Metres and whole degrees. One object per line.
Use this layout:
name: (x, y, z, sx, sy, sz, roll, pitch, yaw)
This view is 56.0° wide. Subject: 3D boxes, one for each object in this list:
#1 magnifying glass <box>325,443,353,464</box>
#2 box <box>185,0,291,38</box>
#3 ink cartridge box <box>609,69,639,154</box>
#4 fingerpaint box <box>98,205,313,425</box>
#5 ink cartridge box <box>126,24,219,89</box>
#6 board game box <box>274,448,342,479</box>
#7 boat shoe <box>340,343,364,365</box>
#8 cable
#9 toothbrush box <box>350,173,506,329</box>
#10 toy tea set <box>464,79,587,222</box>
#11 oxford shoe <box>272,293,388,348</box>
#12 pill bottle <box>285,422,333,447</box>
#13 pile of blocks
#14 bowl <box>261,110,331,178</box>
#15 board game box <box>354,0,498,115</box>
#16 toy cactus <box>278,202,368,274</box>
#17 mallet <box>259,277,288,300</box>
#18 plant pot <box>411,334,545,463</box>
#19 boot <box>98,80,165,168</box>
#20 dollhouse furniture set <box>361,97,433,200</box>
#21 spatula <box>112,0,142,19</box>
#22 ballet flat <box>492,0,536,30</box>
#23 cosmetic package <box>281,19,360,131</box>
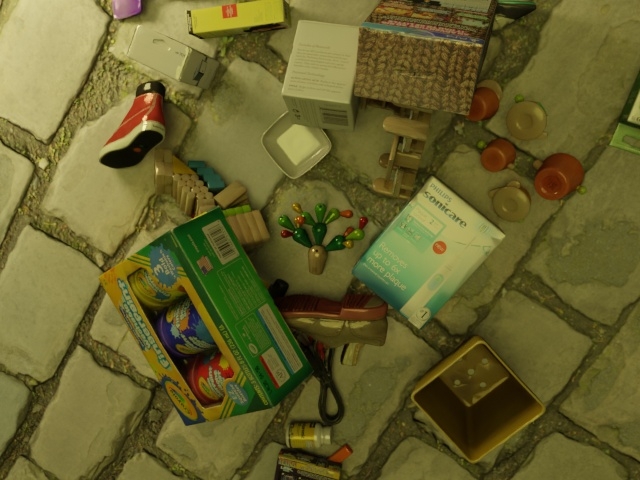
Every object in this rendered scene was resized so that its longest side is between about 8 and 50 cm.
magnifying glass: (-0.007, 0.623, 1.612, 0.231, 0.026, 0.092, -42, 90, 16)
box: (-0.191, -0.520, 1.415, 0.232, 0.087, 0.058, -3, 99, 11)
ink cartridge box: (0.728, -0.290, 1.306, 0.109, 0.062, 0.209, 19, 103, 5)
fingerpaint box: (-0.286, 0.198, 1.437, 0.371, 0.163, 0.444, -25, 96, 43)
ink cartridge box: (-0.339, -0.424, 1.402, 0.140, 0.191, 0.082, 26, 103, 5)
board game box: (-0.038, 0.640, 1.584, 0.170, 0.048, 0.141, 12, 100, 9)
boat shoe: (0.091, 0.254, 1.521, 0.045, 0.050, 0.135, 17, 102, -9)
cable: (0.003, 0.334, 1.558, 0.140, 0.072, 0.287, -29, 106, -4)
toothbrush box: (0.249, 0.023, 1.411, 0.216, 0.126, 0.295, 40, 102, 1)
toy tea set: (0.456, -0.216, 1.361, 0.200, 0.124, 0.336, -17, 101, 42)
oxford shoe: (-0.010, 0.206, 1.452, 0.348, 0.123, 0.130, 0, 107, 16)
pill bottle: (-0.028, 0.509, 1.573, 0.116, 0.065, 0.065, -3, 99, 10)
pile of blocks: (-0.278, -0.091, 1.508, 0.362, 0.149, 0.112, 43, 147, 10)
bowl: (-0.056, -0.237, 1.456, 0.142, 0.053, 0.142, -39, 92, 13)
board game box: (0.221, -0.400, 1.235, 0.232, 0.291, 0.141, 14, 130, 13)
toy cactus: (0.000, 0.000, 1.472, 0.219, 0.112, 0.180, 5, 110, 0)
mallet: (-0.166, 0.085, 1.542, 0.190, 0.039, 0.062, 39, 105, 5)
plant pot: (0.360, 0.345, 1.415, 0.212, 0.187, 0.212, -43, 90, 13)
boot: (-0.470, -0.294, 1.513, 0.244, 0.088, 0.176, -24, 60, 35)
dollhouse furniture set: (0.154, -0.252, 1.323, 0.161, 0.212, 0.242, 14, 60, 6)
spatula: (-0.377, -0.598, 1.461, 0.297, 0.030, 0.084, -4, 97, 11)
ballet flat: (0.368, -0.503, 1.331, 0.203, 0.074, 0.074, 10, 101, 8)
cosmetic package: (0.015, -0.363, 1.344, 0.152, 0.151, 0.183, 9, 76, 8)
